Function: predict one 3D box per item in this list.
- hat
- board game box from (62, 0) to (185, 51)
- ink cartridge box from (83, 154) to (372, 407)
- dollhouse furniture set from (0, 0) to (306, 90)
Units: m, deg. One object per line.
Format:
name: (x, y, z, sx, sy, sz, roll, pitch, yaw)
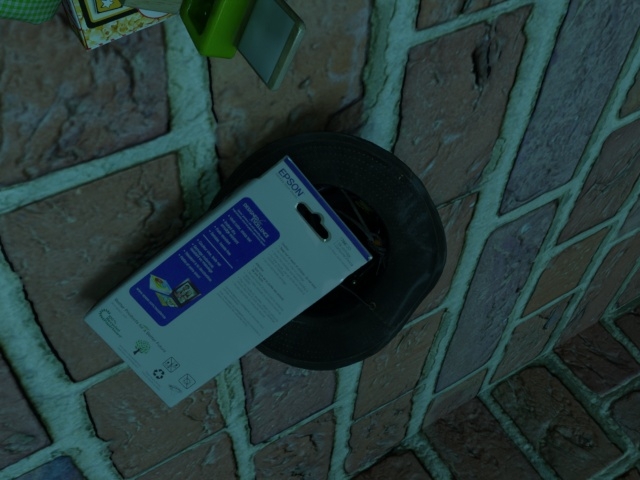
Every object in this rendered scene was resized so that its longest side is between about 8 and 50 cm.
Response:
hat: (0.000, 0.000, 0.995, 0.331, 0.331, 0.134, -50, -170, 21)
board game box: (-0.150, -0.262, 0.588, 0.146, 0.045, 0.194, -27, 148, -18)
ink cartridge box: (-0.113, 0.050, 0.914, 0.332, 0.165, 0.065, -36, -167, 14)
dollhouse furniture set: (-0.135, -0.202, 0.487, 0.301, 0.151, 0.198, -5, 136, -42)
